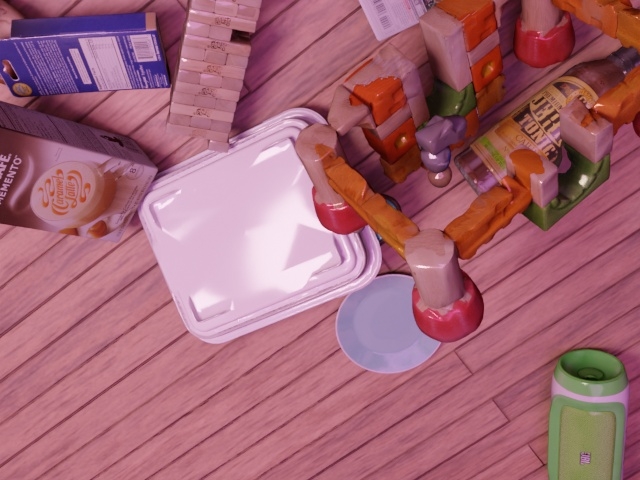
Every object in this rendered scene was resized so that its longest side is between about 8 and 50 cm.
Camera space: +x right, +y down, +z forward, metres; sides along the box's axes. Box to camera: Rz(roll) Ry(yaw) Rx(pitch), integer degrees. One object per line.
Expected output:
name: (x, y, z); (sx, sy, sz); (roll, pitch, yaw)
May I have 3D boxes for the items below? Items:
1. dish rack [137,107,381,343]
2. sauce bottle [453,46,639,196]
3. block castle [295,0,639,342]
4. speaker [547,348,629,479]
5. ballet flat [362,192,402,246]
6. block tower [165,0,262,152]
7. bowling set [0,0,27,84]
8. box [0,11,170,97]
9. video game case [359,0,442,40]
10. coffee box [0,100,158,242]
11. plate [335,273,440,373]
dish rack: (-0.104, -0.013, 1.106); (0.332, 0.072, 0.286); (-23, 90, 15)
sauce bottle: (0.360, -0.185, 1.101); (0.344, 0.111, 0.111); (-39, 108, 12)
block castle: (0.219, -0.121, 0.941); (0.453, 0.303, 0.213); (-40, 146, -6)
speaker: (0.465, 0.345, 1.307); (0.131, 0.131, 0.297); (-6, 112, 0)
ballet flat: (0.000, 0.000, 1.168); (0.280, 0.096, 0.095); (-23, 86, 14)
block tower: (-0.137, -0.286, 1.000); (0.097, 0.091, 0.336); (7, 126, -14)
bowling set: (-0.494, -0.294, 1.008); (0.287, 0.200, 0.154); (-40, 76, -15)
box: (-0.329, -0.253, 1.032); (0.225, 0.136, 0.037); (-6, 68, -6)
video game case: (0.114, -0.377, 0.964); (0.173, 0.022, 0.190); (-22, 123, 16)
coffee box: (-0.374, -0.092, 1.044); (0.246, 0.098, 0.141); (11, 117, -49)
plate: (0.118, 0.139, 1.265); (0.188, 0.024, 0.188); (0, 112, -1)
